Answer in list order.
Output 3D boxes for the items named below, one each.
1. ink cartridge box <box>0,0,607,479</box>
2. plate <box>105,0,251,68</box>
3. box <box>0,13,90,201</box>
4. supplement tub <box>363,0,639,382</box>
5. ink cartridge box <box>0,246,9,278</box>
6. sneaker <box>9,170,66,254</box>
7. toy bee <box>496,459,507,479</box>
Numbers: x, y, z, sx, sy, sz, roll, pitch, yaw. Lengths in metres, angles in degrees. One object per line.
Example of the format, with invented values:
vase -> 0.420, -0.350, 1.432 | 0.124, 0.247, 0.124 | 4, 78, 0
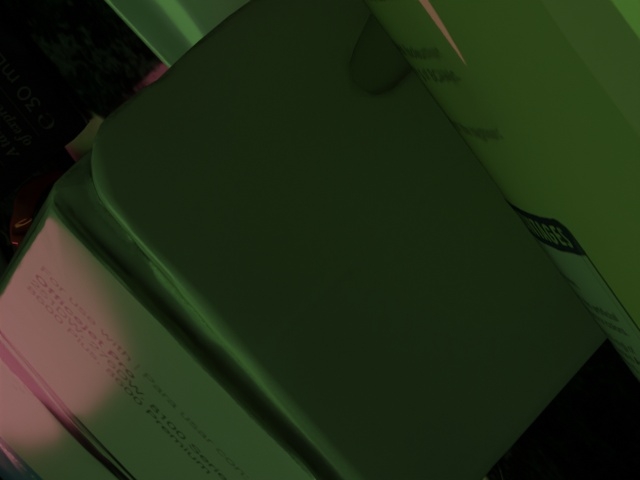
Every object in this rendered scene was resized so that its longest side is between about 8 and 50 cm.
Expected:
ink cartridge box -> 0.000, 0.000, 0.676 | 0.166, 0.285, 0.395 | 46, 157, -3
plate -> -0.100, -0.218, 0.791 | 0.277, 0.045, 0.278 | 48, 156, -3
box -> -0.432, -0.070, 1.132 | 0.293, 0.395, 0.212 | 52, 156, -16
supplement tub -> 0.116, -0.112, 0.372 | 0.325, 0.235, 0.235 | 52, 155, -15
ink cartridge box -> -0.414, -0.002, 1.513 | 0.087, 0.153, 0.208 | 33, 152, 28
sneaker -> -0.169, 0.072, 1.203 | 0.135, 0.097, 0.276 | -16, 83, 49
toy bee -> 0.053, 0.127, 0.997 | 0.195, 0.298, 0.162 | -101, 7, -71
